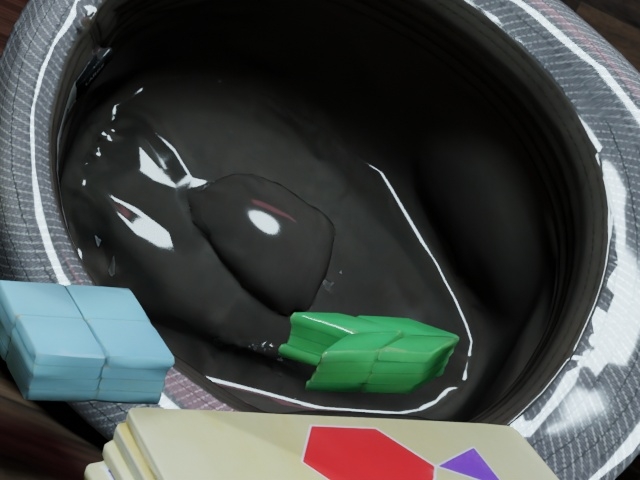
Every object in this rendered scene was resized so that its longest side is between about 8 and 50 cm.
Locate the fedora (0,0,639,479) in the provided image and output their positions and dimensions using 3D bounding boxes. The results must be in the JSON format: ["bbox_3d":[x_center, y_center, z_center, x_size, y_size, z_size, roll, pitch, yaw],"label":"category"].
[{"bbox_3d":[0.000,0.000,0.699,0.275,0.244,0.124,25,-20,-3],"label":"fedora"}]

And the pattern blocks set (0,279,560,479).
[{"bbox_3d":[0.031,0.105,0.471,0.285,0.026,0.325,10,25,-21],"label":"pattern blocks set"}]

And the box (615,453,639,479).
[{"bbox_3d":[0.173,0.112,0.966,0.136,0.036,0.225,34,11,40],"label":"box"}]
